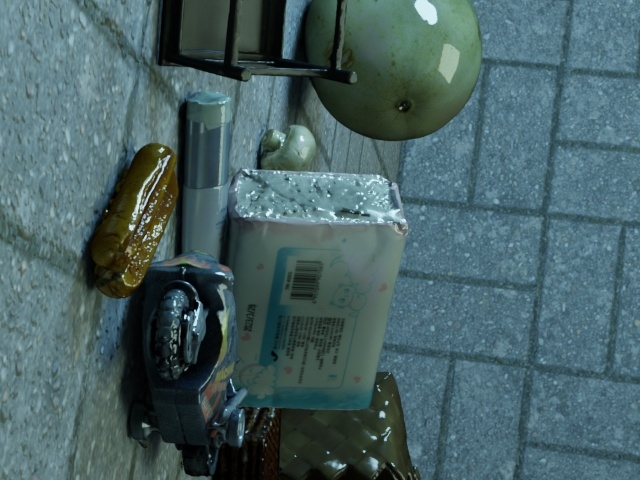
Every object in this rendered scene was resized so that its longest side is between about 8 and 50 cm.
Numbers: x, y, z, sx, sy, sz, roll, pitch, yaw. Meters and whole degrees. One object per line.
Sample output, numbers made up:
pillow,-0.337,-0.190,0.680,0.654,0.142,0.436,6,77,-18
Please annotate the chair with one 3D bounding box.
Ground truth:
chair,-0.082,-0.234,1.284,0.260,0.141,0.154,20,-72,53

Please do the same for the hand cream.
hand cream,-0.123,-0.030,1.425,0.079,0.048,0.255,-52,150,-65

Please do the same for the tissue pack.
tissue pack,-0.021,0.060,1.534,0.124,0.202,0.271,-109,-155,-52

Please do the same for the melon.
melon,0.103,-0.294,1.994,0.330,0.269,0.268,-98,-175,-47

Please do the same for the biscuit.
biscuit,-0.098,0.333,1.774,0.106,0.070,0.252,-61,157,-65

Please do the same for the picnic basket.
picnic basket,0.022,0.373,1.971,0.291,0.254,0.321,78,10,-65

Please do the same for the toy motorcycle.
toy motorcycle,-0.125,0.113,1.333,0.307,0.108,0.173,87,7,-58

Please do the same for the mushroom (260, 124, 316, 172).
mushroom,-0.046,-0.118,1.784,0.083,0.067,0.083,-40,-154,24

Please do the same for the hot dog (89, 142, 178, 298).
hot dog,-0.161,-0.022,1.182,0.165,0.045,0.071,-75,166,-46
